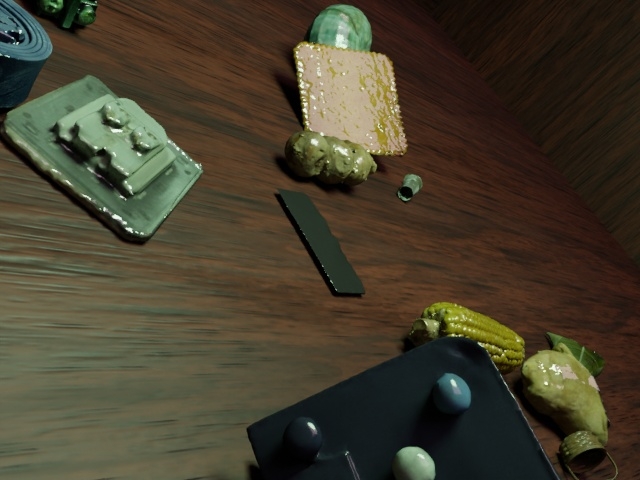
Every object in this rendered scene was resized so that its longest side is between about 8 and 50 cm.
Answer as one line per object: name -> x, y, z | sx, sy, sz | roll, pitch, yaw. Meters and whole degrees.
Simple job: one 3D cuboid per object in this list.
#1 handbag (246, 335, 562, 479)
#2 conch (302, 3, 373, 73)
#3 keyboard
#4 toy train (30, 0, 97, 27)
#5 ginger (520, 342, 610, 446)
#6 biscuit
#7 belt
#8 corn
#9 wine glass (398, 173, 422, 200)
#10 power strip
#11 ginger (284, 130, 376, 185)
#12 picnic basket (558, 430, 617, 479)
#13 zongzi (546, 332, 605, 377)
handbag -> 0.075, 0.261, 0.536 | 0.118, 0.269, 0.325 | 70, -5, -57
conch -> 0.044, -0.402, 1.499 | 0.277, 0.195, 0.220 | 40, -17, 45
keyboard -> -0.001, 0.001, 1.021 | 0.074, 0.015, 0.196 | 2, 49, -49
toy train -> -0.374, -0.369, 0.960 | 0.111, 0.071, 0.170 | -3, 54, -45
ginger -> 0.399, 0.272, 1.135 | 0.123, 0.115, 0.193 | -9, 64, -33
biscuit -> 0.062, -0.278, 1.358 | 0.237, 0.013, 0.232 | -1, 76, -29
belt -> -0.384, -0.220, 0.711 | 0.190, 0.082, 0.141 | 30, 28, -22
corn -> 0.229, 0.154, 1.042 | 0.262, 0.097, 0.097 | 21, 35, -41
wine glass -> 0.181, -0.109, 1.412 | 0.042, 0.039, 0.083 | 50, 30, -2
power strip -> -0.234, -0.117, 0.800 | 0.198, 0.064, 0.213 | 40, 27, -11
ginger -> 0.014, -0.139, 1.170 | 0.104, 0.080, 0.204 | 41, 21, 23
picnic basket -> 0.414, 0.345, 1.061 | 0.072, 0.072, 0.083 | 28, 22, -31
zongzi -> 0.461, 0.235, 1.330 | 0.154, 0.062, 0.130 | -16, 42, -43
